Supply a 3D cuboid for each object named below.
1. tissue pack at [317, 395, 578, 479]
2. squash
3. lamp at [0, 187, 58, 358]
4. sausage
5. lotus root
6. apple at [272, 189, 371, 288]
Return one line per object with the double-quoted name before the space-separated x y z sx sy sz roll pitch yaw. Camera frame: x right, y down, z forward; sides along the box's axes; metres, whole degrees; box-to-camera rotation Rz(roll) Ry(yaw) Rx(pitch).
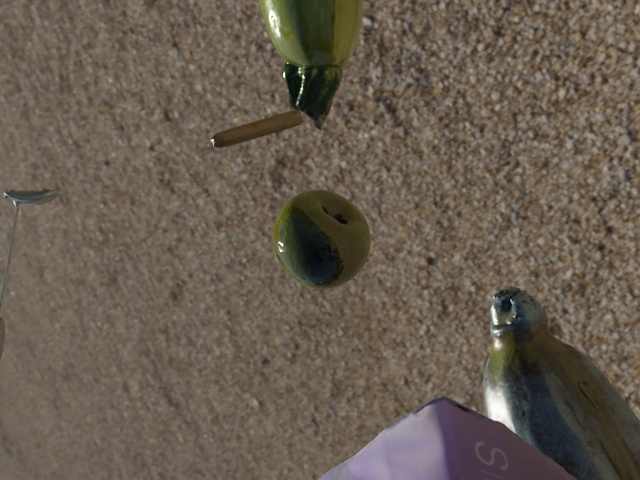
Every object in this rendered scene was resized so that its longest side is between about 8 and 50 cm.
"tissue pack" 0.118 0.290 0.473 0.242 0.338 0.160 36 116 -22
"squash" 0.000 -0.249 0.786 0.137 0.137 0.287 0 107 56
"lamp" -0.332 0.037 0.946 0.050 0.056 0.198 146 130 -76
"sausage" -0.087 -0.151 1.166 0.024 0.132 0.024 53 154 40
"lotus root" 0.259 0.208 0.940 0.322 0.158 0.140 62 144 12
"apple" 0.000 0.000 1.627 0.196 0.196 0.156 43 125 27
